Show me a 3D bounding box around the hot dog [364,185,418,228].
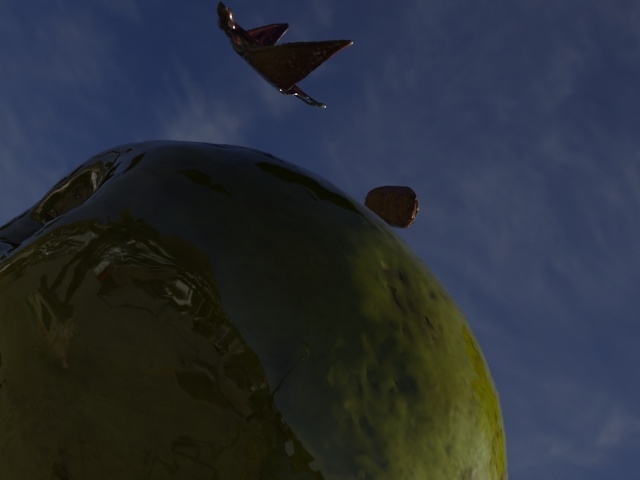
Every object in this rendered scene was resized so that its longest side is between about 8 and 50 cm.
[{"bbox_3d":[0.100,-0.045,1.411,0.083,0.035,0.058,9,-80,40],"label":"hot dog"}]

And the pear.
[{"bbox_3d":[-0.041,0.102,0.490,0.253,0.253,0.307,-13,-69,56],"label":"pear"}]

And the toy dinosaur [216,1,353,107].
[{"bbox_3d":[-0.053,-0.280,1.506,0.206,0.113,0.327,44,3,5],"label":"toy dinosaur"}]
